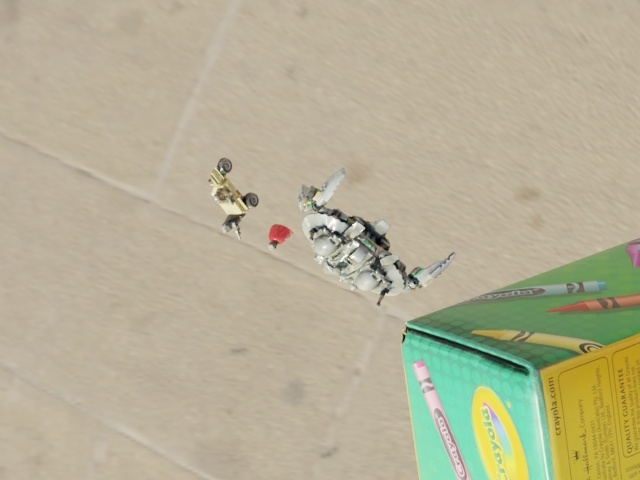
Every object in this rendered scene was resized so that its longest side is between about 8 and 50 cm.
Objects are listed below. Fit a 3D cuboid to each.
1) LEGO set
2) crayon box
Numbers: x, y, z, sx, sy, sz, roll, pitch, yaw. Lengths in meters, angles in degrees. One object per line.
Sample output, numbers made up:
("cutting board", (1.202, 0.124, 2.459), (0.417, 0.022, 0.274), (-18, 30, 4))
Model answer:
("LEGO set", (0.000, 0.001, 0.581), (0.083, 0.054, 0.023), (4, 49, 36))
("crayon box", (0.134, 0.145, 0.718), (0.081, 0.165, 0.278), (16, 118, 54))
